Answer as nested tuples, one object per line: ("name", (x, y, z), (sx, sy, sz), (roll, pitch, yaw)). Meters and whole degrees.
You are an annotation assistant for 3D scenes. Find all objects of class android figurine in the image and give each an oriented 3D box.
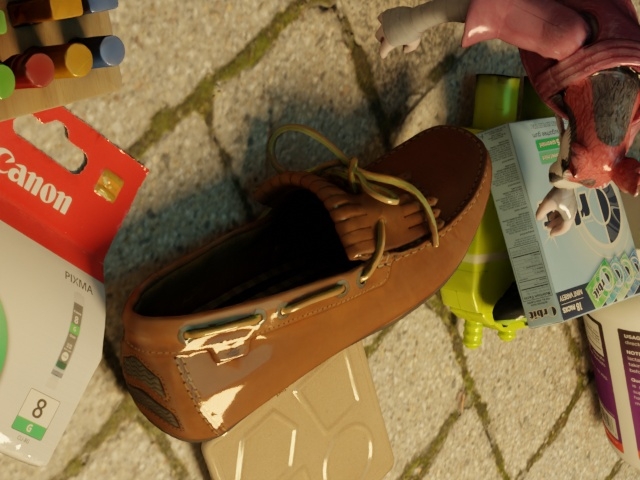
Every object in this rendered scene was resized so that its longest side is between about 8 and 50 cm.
("android figurine", (0.184, -0.027, 1.239), (0.248, 0.056, 0.272), (-9, 107, -48))

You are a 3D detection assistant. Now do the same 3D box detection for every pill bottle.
("pill bottle", (0.393, 0.102, 1.420), (0.181, 0.181, 0.323), (-42, 130, -33))

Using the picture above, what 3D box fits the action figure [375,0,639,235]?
("action figure", (0.211, -0.179, 1.000), (0.248, 0.276, 0.370), (34, 33, -40))

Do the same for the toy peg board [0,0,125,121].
("toy peg board", (-0.180, -0.154, 0.751), (0.161, 0.079, 0.161), (-22, 109, -43))

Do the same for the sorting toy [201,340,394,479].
("sorting toy", (-0.018, 0.185, 1.092), (0.193, 0.038, 0.208), (-40, 133, -35))

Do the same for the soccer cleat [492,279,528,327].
("soccer cleat", (0.216, 0.030, 1.213), (0.179, 0.060, 0.072), (-28, 103, -45))

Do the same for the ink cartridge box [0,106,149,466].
("ink cartridge box", (-0.201, 0.015, 0.816), (0.181, 0.056, 0.224), (39, 73, -47))

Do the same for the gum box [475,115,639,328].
("gum box", (0.228, -0.024, 1.171), (0.157, 0.041, 0.184), (-12, 86, -47))

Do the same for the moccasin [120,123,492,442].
("moccasin", (-0.002, -0.001, 0.987), (0.380, 0.139, 0.147), (-29, 131, -30))
